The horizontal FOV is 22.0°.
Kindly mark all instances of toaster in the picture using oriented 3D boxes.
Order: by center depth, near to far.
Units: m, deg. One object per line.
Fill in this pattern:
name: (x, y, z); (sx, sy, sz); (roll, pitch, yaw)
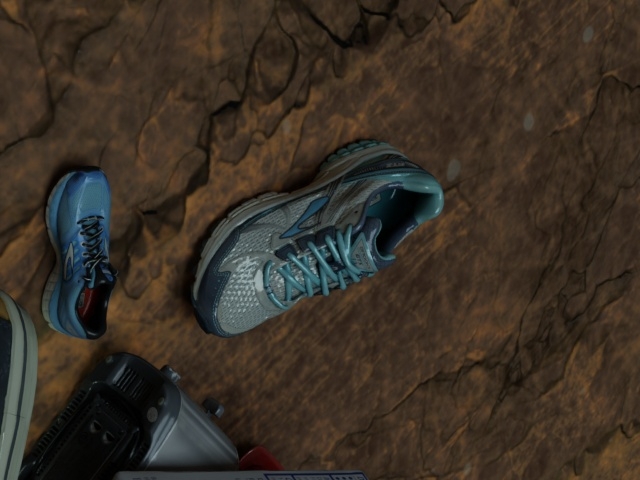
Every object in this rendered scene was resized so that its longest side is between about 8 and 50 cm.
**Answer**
toaster: (-0.181, 0.226, 1.517); (0.227, 0.129, 0.146); (-53, 135, -7)

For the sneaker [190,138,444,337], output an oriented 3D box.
sneaker: (0.000, 0.000, 1.583); (0.283, 0.122, 0.110); (-38, 128, -23)

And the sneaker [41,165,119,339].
sneaker: (-0.200, 0.013, 1.449); (0.063, 0.073, 0.162); (-11, 114, -37)

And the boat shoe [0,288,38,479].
boat shoe: (-0.340, 0.268, 1.287); (0.156, 0.186, 0.500); (20, 71, -46)

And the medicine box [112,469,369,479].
medicine box: (-0.087, 0.352, 1.482); (0.289, 0.149, 0.263); (7, 121, -38)

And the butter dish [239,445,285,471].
butter dish: (-0.056, 0.319, 1.670); (0.160, 0.118, 0.160); (-46, 131, -18)
